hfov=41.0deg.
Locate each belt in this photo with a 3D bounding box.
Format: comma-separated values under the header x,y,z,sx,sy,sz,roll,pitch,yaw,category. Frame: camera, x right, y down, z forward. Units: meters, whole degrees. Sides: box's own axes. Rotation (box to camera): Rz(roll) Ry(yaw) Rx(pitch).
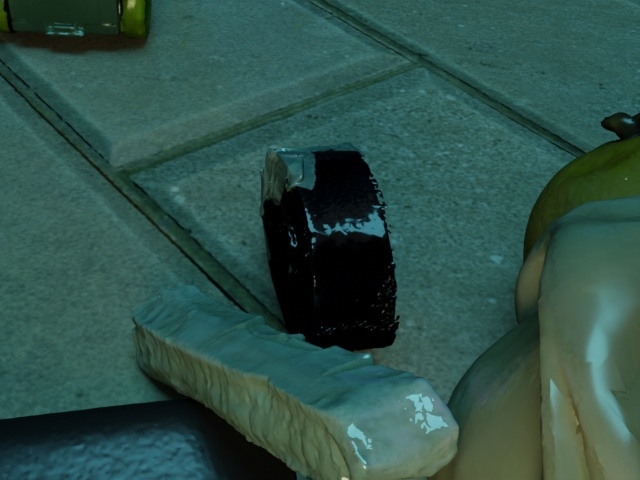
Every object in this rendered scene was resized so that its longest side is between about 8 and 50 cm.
x,y,z,sx,sy,sz,roll,pitch,yaw,category
0.000,0.000,0.692,0.078,0.151,0.198,-7,39,-14,belt

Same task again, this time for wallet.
x,y,z,sx,sy,sz,roll,pitch,yaw,category
-0.136,0.171,0.557,0.250,0.044,0.149,-5,43,-14,wallet

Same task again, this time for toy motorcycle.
x,y,z,sx,sy,sz,roll,pitch,yaw,category
-0.312,-0.403,1.109,0.191,0.200,0.326,1,42,-5,toy motorcycle

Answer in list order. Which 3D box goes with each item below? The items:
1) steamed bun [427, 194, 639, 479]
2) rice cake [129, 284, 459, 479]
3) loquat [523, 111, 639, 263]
x,y,z,sx,sy,sz,roll,pitch,yaw,category
0.234,0.123,0.407,0.368,0.342,0.255,-4,-2,8,steamed bun
-0.039,0.086,0.539,0.066,0.063,0.336,-20,16,-28,rice cake
0.271,0.010,0.651,0.244,0.244,0.244,3,40,-3,loquat
